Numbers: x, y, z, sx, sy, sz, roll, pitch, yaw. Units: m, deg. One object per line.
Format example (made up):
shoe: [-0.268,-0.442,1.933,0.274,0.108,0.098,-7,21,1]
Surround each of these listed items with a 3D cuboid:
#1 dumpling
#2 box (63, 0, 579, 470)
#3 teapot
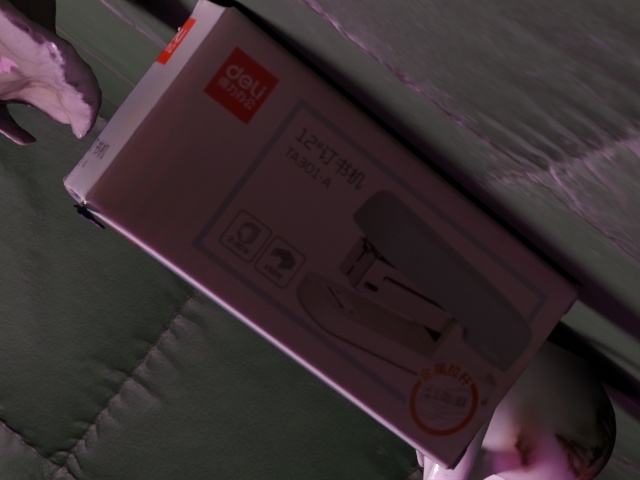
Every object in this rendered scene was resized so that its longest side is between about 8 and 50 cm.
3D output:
dumpling: [-0.238,-0.179,0.970,0.293,0.163,0.204,39,142,-18]
box: [0.000,0.000,0.866,0.269,0.135,0.079,38,176,-17]
teapot: [0.115,0.127,1.164,0.204,0.139,0.298,26,177,13]
